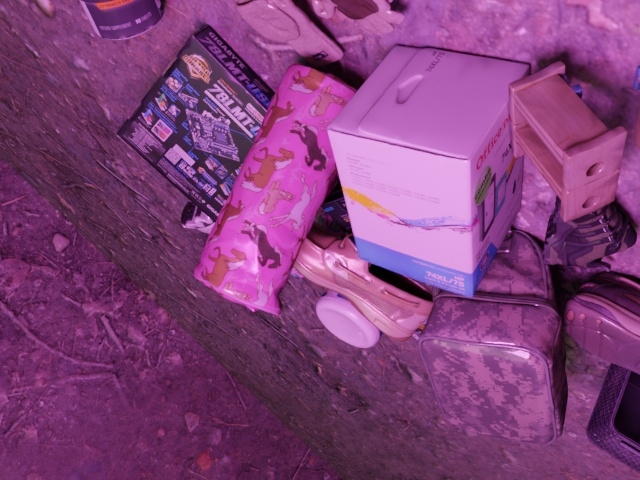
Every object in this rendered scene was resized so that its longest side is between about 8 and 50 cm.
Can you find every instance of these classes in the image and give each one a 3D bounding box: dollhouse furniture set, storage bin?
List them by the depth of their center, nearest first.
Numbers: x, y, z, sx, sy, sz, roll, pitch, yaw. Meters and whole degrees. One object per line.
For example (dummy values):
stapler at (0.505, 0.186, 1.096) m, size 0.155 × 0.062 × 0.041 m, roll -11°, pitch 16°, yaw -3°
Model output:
dollhouse furniture set at (0.335, -0.135, 0.674) m, size 0.129 × 0.183 × 0.129 m, roll 61°, pitch -174°, yaw -54°
storage bin at (0.545, 0.282, 0.983) m, size 0.122 × 0.180 × 0.084 m, roll 31°, pitch 151°, yaw 11°

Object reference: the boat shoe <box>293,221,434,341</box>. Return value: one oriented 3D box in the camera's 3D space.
boat shoe at (0.057, 0.035, 1.045) m, size 0.341 × 0.122 × 0.110 m, roll 37°, pitch 117°, yaw -5°

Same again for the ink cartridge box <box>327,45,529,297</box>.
ink cartridge box at (0.161, -0.098, 0.829) m, size 0.197 × 0.198 × 0.270 m, roll 20°, pitch 148°, yaw 29°

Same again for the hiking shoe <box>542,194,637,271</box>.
hiking shoe at (0.384, -0.036, 0.812) m, size 0.114 × 0.086 × 0.227 m, roll 11°, pitch 150°, yaw 16°

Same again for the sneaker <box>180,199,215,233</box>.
sneaker at (-0.190, -0.074, 1.354) m, size 0.292 × 0.110 × 0.118 m, roll -13°, pitch 142°, yaw 38°

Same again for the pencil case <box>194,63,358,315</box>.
pencil case at (-0.059, -0.075, 0.919) m, size 0.167 × 0.386 × 0.160 m, roll 27°, pitch 176°, yaw -35°

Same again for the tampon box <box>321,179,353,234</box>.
tampon box at (0.107, -0.052, 1.061) m, size 0.161 × 0.101 × 0.120 m, roll 46°, pitch 152°, yaw -18°

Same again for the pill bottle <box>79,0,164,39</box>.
pill bottle at (-0.354, -0.463, 0.938) m, size 0.130 × 0.130 × 0.246 m, roll 22°, pitch 149°, yaw 26°

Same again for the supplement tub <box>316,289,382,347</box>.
supplement tub at (0.098, 0.103, 1.201) m, size 0.144 × 0.200 × 0.144 m, roll 28°, pitch 151°, yaw 17°

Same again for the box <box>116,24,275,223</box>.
box at (-0.199, -0.198, 1.119) m, size 0.295 × 0.073 × 0.293 m, roll 43°, pitch 127°, yaw -14°

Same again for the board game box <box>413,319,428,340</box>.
board game box at (0.356, 0.263, 1.305) m, size 0.305 × 0.053 × 0.193 m, roll 42°, pitch 151°, yaw -9°

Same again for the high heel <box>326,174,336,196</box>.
high heel at (-0.052, -0.079, 1.175) m, size 0.082 × 0.117 × 0.244 m, roll 45°, pitch 146°, yaw -7°

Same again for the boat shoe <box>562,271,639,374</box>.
boat shoe at (0.542, 0.158, 0.850) m, size 0.355 × 0.130 × 0.132 m, roll 35°, pitch 155°, yaw 19°

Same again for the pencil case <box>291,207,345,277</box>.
pencil case at (0.000, 0.000, 1.246) m, size 0.124 × 0.124 × 0.284 m, roll 43°, pitch 152°, yaw -11°

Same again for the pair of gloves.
pair of gloves at (-0.015, -0.328, 0.795) m, size 0.204 × 0.042 × 0.240 m, roll 24°, pitch 167°, yaw -28°

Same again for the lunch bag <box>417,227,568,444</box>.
lunch bag at (0.310, 0.160, 0.990) m, size 0.212 × 0.256 × 0.305 m, roll 4°, pitch 138°, yaw 32°
